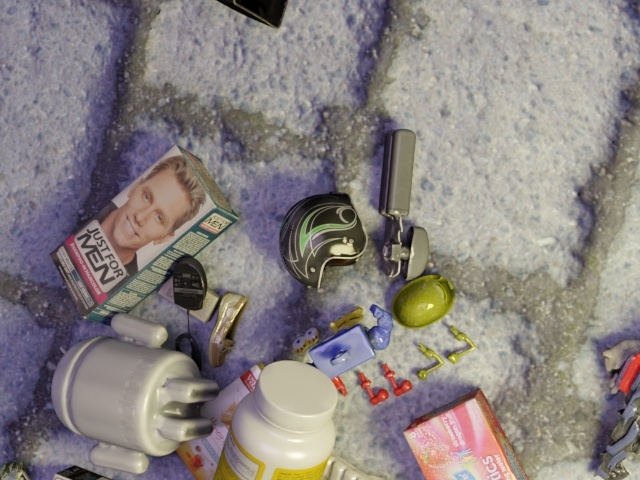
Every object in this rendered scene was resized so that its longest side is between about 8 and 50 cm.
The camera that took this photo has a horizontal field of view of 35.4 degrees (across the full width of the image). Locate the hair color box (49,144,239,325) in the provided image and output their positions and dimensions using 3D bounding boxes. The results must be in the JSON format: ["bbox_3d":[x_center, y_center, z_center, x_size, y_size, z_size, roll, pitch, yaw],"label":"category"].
[{"bbox_3d":[-0.350,-0.008,1.973,0.347,0.105,0.174,-40,65,9],"label":"hair color box"}]

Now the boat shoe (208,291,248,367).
[{"bbox_3d":[-0.182,0.180,1.977,0.048,0.056,0.153,14,85,18],"label":"boat shoe"}]

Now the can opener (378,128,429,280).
[{"bbox_3d":[0.162,-0.067,1.904,0.095,0.076,0.284,5,90,-19],"label":"can opener"}]

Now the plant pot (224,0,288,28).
[{"bbox_3d":[-0.163,-0.537,1.928,0.167,0.187,0.188,19,94,25],"label":"plant pot"}]

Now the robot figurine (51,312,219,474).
[{"bbox_3d":[-0.370,0.294,1.926,0.353,0.200,0.300,7,84,28],"label":"robot figurine"}]

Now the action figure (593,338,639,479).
[{"bbox_3d":[0.630,0.305,1.761,0.330,0.178,0.341,38,125,18],"label":"action figure"}]

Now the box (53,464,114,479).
[{"bbox_3d":[-0.410,0.584,2.006,0.289,0.087,0.169,17,93,13],"label":"box"}]

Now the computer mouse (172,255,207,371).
[{"bbox_3d":[-0.251,0.145,1.964,0.071,0.041,0.242,7,107,16],"label":"computer mouse"}]

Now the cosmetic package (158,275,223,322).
[{"bbox_3d":[-0.259,0.109,2.002,0.115,0.041,0.060,33,97,12],"label":"cosmetic package"}]

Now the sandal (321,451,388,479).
[{"bbox_3d":[0.115,0.520,1.874,0.416,0.102,0.169,40,115,24],"label":"sandal"}]

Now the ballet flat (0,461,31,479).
[{"bbox_3d":[-0.610,0.545,2.069,0.070,0.070,0.188,-23,87,12],"label":"ballet flat"}]

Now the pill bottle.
[{"bbox_3d":[-0.082,0.384,1.788,0.188,0.188,0.334,26,122,12],"label":"pill bottle"}]

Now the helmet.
[{"bbox_3d":[0.000,0.000,1.883,0.161,0.169,0.169,-20,84,-4],"label":"helmet"}]

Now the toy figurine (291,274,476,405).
[{"bbox_3d":[0.089,0.210,1.826,0.362,0.217,0.191,-27,84,13],"label":"toy figurine"}]

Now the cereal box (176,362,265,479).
[{"bbox_3d":[-0.163,0.379,1.971,0.240,0.047,0.173,-39,81,10],"label":"cereal box"}]

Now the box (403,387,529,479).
[{"bbox_3d":[0.287,0.439,1.816,0.154,0.142,0.300,-27,83,12],"label":"box"}]
